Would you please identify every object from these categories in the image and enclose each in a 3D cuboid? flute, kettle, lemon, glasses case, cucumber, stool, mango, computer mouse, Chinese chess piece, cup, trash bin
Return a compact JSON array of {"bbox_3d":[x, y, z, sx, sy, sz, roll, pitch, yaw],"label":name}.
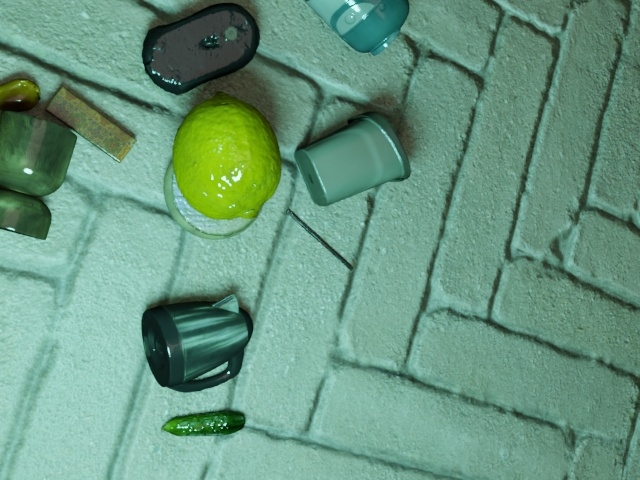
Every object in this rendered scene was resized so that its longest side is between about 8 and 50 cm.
[{"bbox_3d":[0.000,0.000,2.045,0.269,0.014,0.014,42,74,-17],"label":"flute"},{"bbox_3d":[-0.293,0.265,1.821,0.271,0.207,0.250,-14,89,-31],"label":"kettle"},{"bbox_3d":[-0.227,-0.199,1.699,0.268,0.268,0.321,-13,75,-23],"label":"lemon"},{"bbox_3d":[-0.574,-0.289,1.777,0.218,0.049,0.075,37,83,-19],"label":"glasses case"},{"bbox_3d":[-0.310,0.489,1.882,0.228,0.069,0.069,1,89,-21],"label":"cucumber"},{"bbox_3d":[-0.694,-0.150,1.655,0.179,0.179,0.264,17,83,-23],"label":"stool"},{"bbox_3d":[-0.738,-0.346,1.700,0.127,0.063,0.077,-14,100,-18],"label":"mango"},{"bbox_3d":[-0.313,-0.504,1.856,0.323,0.116,0.182,-26,101,-15],"label":"computer mouse"},{"bbox_3d":[-0.278,-0.136,1.872,0.270,0.112,0.269,0,89,-23],"label":"Chinese chess piece"},{"bbox_3d":[0.120,-0.691,2.007,0.258,0.219,0.289,42,42,-18],"label":"cup"},{"bbox_3d":[0.080,-0.220,1.984,0.250,0.220,0.219,-26,99,-14],"label":"trash bin"}]
